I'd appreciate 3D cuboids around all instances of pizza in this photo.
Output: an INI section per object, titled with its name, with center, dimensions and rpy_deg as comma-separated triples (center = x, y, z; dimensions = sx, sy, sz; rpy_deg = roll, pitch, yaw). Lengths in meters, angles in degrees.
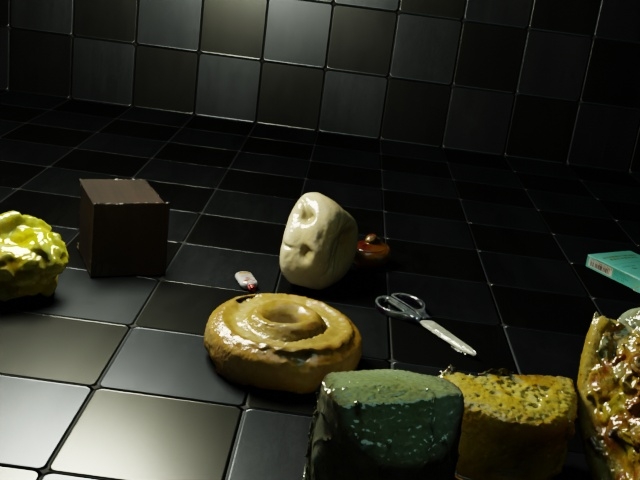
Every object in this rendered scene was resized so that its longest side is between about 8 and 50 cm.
[pizza]
center = 0.449, 0.272, 1.347
dimensions = 0.087, 0.268, 0.258
rpy_deg = 13, 11, -23

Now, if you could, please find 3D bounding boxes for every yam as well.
[yam]
center = 0.084, 0.290, 1.137
dimensions = 0.202, 0.271, 0.201
rpy_deg = -6, 24, -18

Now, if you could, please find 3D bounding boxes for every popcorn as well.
[popcorn]
center = -0.606, 0.038, 1.804
dimensions = 0.197, 0.155, 0.197
rpy_deg = 19, 31, -12

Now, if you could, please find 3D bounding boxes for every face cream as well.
[face cream]
center = -0.160, 0.092, 2.000
dimensions = 0.040, 0.021, 0.083
rpy_deg = -1, 21, -21

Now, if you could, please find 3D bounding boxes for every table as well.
[table]
center = -0.441, -0.033, 2.030
dimensions = 0.172, 0.169, 0.193
rpy_deg = -1, 19, -24

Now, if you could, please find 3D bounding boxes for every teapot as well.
[teapot]
center = 0.118, 0.023, 2.218
dimensions = 0.098, 0.078, 0.129
rpy_deg = 22, 24, 37

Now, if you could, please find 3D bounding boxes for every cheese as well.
[cheese]
center = 0.000, 0.000, 2.051
dimensions = 0.117, 0.218, 0.235
rpy_deg = 12, 40, 25

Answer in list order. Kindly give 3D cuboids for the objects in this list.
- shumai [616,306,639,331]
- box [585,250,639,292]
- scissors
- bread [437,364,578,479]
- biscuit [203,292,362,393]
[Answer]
[shumai]
center = 0.570, 0.238, 1.458
dimensions = 0.203, 0.272, 0.222
rpy_deg = -1, 23, -24
[box]
center = 0.829, 0.086, 2.360
dimensions = 0.162, 0.041, 0.229
rpy_deg = -4, 22, -30
[scissors]
center = 0.227, 0.176, 1.903
dimensions = 0.109, 0.022, 0.300
rpy_deg = -9, 25, -31
[bread]
center = 0.281, 0.295, 1.371
dimensions = 0.260, 0.160, 0.147
rpy_deg = 8, 24, -17
[biscuit]
center = -0.067, 0.176, 1.675
dimensions = 0.296, 0.102, 0.296
rpy_deg = 9, 20, -3
